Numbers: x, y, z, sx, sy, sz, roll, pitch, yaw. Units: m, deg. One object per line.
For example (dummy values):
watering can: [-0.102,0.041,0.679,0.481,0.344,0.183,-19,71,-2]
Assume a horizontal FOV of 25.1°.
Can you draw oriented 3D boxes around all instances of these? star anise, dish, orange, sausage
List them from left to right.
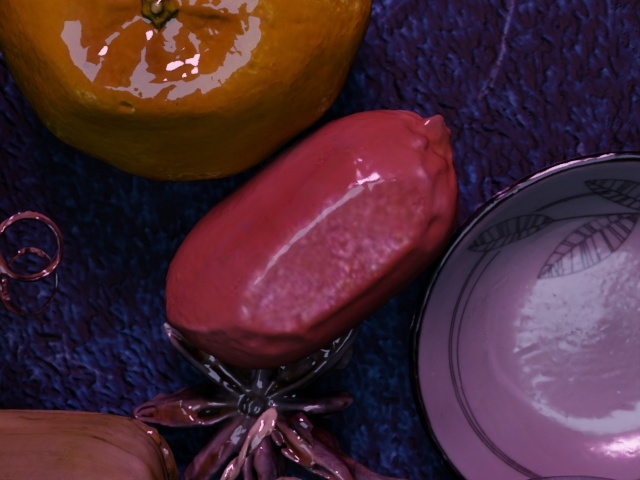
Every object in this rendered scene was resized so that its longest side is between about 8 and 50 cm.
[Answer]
orange: [-0.103,-0.179,1.048,0.279,0.235,0.279,0,92,2]
star anise: [-0.034,0.139,1.161,0.209,0.089,0.231,-35,89,15]
sausage: [0.000,0.000,1.071,0.254,0.148,0.148,-43,94,2]
dish: [0.225,0.077,1.138,0.316,0.106,0.317,1,100,3]

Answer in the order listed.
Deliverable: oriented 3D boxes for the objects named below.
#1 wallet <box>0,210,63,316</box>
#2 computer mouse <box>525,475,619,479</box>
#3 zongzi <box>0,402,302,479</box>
wallet: [-0.319,-0.107,1.087,0.274,0.068,0.335,-1,100,44]
computer mouse: [0.176,0.228,1.088,0.229,0.068,0.113,-11,120,23]
zongzi: [-0.328,0.143,1.068,0.500,0.218,0.467,-31,97,21]
